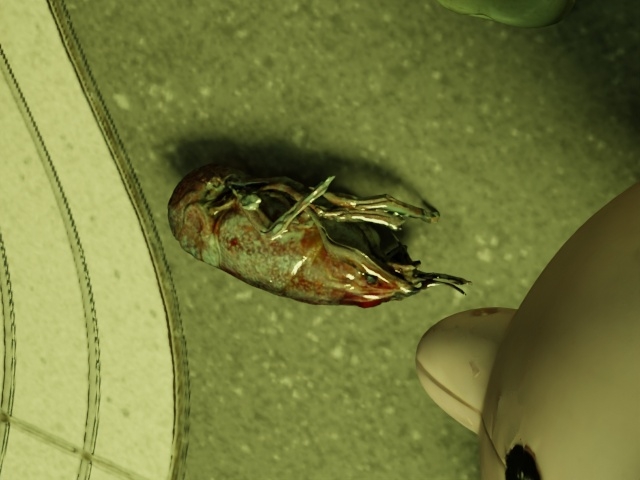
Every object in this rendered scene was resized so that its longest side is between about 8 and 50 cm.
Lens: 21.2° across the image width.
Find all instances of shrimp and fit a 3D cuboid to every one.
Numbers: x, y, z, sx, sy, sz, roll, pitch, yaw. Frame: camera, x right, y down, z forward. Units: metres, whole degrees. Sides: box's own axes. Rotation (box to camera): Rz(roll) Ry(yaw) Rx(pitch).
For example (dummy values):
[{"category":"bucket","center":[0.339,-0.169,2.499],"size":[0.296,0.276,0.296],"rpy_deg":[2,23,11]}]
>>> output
[{"category":"shrimp","center":[-0.001,0.001,0.982],"size":[0.190,0.075,0.073],"rpy_deg":[16,87,26]}]

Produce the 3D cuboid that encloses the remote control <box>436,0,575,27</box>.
[{"category":"remote control","center":[0.101,-0.251,0.829],"size":[0.090,0.038,0.310],"rpy_deg":[15,118,21]}]

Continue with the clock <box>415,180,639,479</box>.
[{"category":"clock","center":[0.256,0.070,0.694],"size":[0.376,0.368,0.251],"rpy_deg":[-1,113,-18]}]
